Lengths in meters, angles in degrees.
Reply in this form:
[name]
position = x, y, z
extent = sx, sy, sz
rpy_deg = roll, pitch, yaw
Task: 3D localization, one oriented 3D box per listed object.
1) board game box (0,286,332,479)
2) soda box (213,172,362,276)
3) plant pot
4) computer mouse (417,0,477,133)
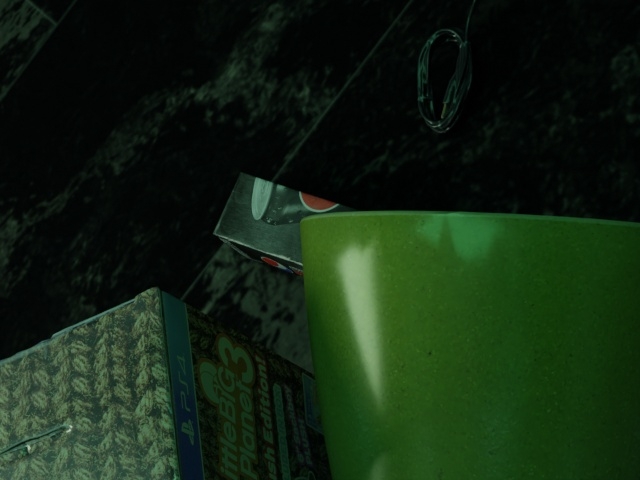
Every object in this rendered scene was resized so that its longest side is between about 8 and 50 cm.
[board game box]
position = -0.111, 0.180, 1.272
extent = 0.232, 0.291, 0.141
rpy_deg = -24, 57, 24
[soda box]
position = 0.000, 0.000, 1.432
extent = 0.169, 0.053, 0.060
rpy_deg = 19, 80, 38
[plant pot]
position = 0.114, 0.140, 1.179
extent = 0.274, 0.274, 0.294
rpy_deg = 1, 85, 35
[computer mouse]
position = 0.134, -0.196, 1.446
extent = 0.071, 0.041, 0.242
rpy_deg = 21, 88, 37
